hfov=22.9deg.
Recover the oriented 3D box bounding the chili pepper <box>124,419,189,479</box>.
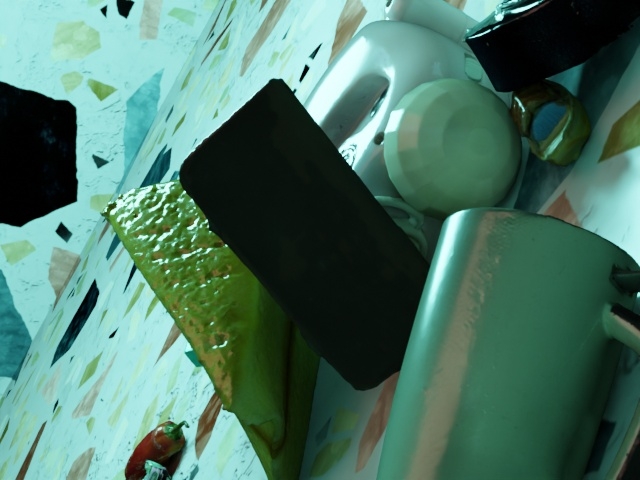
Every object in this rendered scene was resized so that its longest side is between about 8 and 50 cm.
[{"bbox_3d":[-0.237,0.302,2.279,0.059,0.050,0.191,-18,-20,-47],"label":"chili pepper"}]

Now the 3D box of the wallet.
[{"bbox_3d":[0.000,0.000,1.589,0.165,0.309,0.042,-41,-2,31],"label":"wallet"}]

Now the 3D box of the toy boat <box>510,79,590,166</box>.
[{"bbox_3d":[0.219,-0.114,1.520,0.065,0.066,0.172,-54,18,18],"label":"toy boat"}]

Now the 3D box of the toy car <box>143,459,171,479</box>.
[{"bbox_3d":[-0.232,0.345,2.192,0.142,0.055,0.069,139,152,-81],"label":"toy car"}]

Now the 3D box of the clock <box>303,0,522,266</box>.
[{"bbox_3d":[0.079,-0.078,1.724,0.342,0.184,0.326,-58,21,33],"label":"clock"}]

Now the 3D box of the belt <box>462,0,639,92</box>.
[{"bbox_3d":[0.225,-0.213,1.536,0.151,0.078,0.198,-38,10,-27],"label":"belt"}]

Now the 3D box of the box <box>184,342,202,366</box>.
[{"bbox_3d":[-0.081,0.056,2.076,0.161,0.042,0.226,-10,45,27],"label":"box"}]

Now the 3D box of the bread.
[{"bbox_3d":[-0.129,0.125,1.814,0.245,0.233,0.361,-11,44,18],"label":"bread"}]

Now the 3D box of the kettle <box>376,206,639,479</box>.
[{"bbox_3d":[0.159,0.120,1.204,0.240,0.165,0.255,1,62,40],"label":"kettle"}]
